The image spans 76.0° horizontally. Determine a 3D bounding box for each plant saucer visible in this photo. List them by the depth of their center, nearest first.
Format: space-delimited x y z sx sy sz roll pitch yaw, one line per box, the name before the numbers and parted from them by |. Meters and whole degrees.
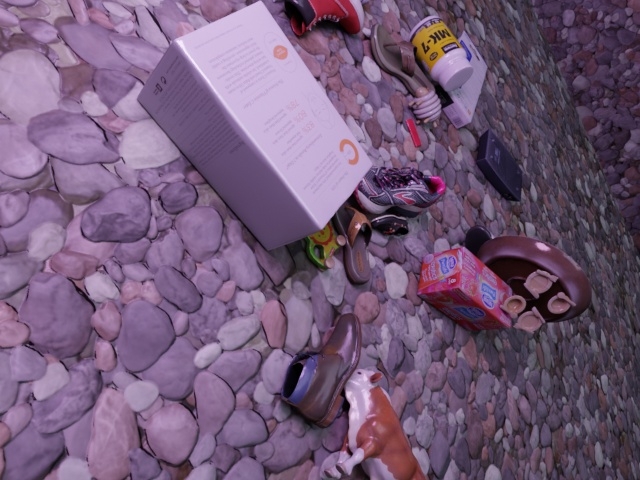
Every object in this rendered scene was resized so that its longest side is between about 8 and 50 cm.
plant saucer | 0.571 0.122 1.142 0.050 0.310 0.311 -44 107 -29

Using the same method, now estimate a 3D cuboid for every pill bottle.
pill bottle | 0.368 -0.567 1.253 0.119 0.119 0.209 -10 65 -43

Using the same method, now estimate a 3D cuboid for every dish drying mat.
dish drying mat | 0.274 -0.317 1.208 0.032 0.008 0.083 -24 94 -42

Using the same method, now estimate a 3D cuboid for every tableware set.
tableware set | 0.552 0.162 1.053 0.141 0.169 0.020 39 20 -11

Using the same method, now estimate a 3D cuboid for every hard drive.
hard drive | 0.657 -0.268 1.503 0.254 0.054 0.172 37 56 -28

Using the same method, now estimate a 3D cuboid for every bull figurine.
bull figurine | 0.103 0.402 0.777 0.188 0.101 0.311 -36 100 -38

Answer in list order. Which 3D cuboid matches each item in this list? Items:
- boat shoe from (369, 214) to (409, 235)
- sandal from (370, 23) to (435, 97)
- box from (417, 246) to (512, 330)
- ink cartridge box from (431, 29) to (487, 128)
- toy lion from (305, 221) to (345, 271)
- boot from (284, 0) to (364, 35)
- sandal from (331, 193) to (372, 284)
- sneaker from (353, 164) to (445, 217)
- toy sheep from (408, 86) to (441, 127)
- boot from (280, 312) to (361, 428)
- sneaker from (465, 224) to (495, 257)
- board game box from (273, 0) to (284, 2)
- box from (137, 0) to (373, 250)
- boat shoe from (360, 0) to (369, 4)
boat shoe | 0.172 -0.035 1.003 0.133 0.048 0.042 4 67 -46
sandal | 0.255 -0.528 1.200 0.302 0.086 0.120 27 61 -34
box | 0.388 0.136 1.091 0.256 0.128 0.123 35 56 -30
ink cartridge box | 0.494 -0.574 1.443 0.176 0.069 0.371 44 55 -23
toy lion | 0.000 0.000 0.854 0.096 0.034 0.100 39 55 -18
boot | 0.009 -0.547 1.003 0.244 0.088 0.176 27 88 -55
sandal | 0.080 -0.013 0.906 0.089 0.060 0.220 -1 77 -42
sneaker | 0.178 -0.135 0.979 0.299 0.112 0.121 0 63 -43
toy sheep | 0.316 -0.394 1.219 0.091 0.091 0.132 -55 127 -37
boot | 0.006 0.218 0.757 0.106 0.082 0.219 38 57 -31
sneaker | 0.544 0.039 1.288 0.145 0.090 0.270 -47 113 -41
board game box | -0.077 -0.626 0.974 0.154 0.026 0.104 -35 101 -42
box | -0.099 -0.190 0.726 0.345 0.168 0.215 52 49 -17
boat shoe | 0.072 -0.749 1.121 0.075 0.083 0.226 -13 78 -27
